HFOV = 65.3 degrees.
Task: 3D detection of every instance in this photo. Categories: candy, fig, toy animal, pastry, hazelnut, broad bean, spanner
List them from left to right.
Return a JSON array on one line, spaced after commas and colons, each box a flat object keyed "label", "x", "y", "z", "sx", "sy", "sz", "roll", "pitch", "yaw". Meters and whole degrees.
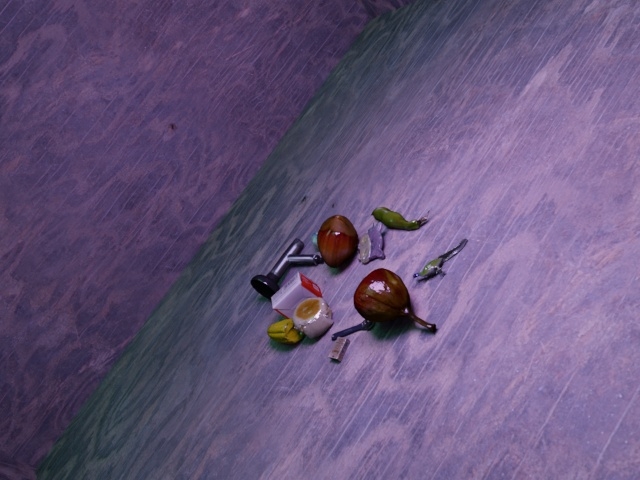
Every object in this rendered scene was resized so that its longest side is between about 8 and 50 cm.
[{"label": "candy", "x": -0.155, "y": 0.374, "z": 2.046, "sx": 0.106, "sy": 0.094, "sz": 0.199, "roll": -26, "pitch": 5, "yaw": -37}, {"label": "pastry", "x": -0.031, "y": 0.296, "z": 1.937, "sx": 0.166, "sy": 0.088, "sz": 0.166, "roll": -21, "pitch": 36, "yaw": 16}, {"label": "hazelnut", "x": 0.064, "y": 0.007, "z": 2.067, "sx": 0.181, "sy": 0.181, "sz": 0.212, "roll": -41, "pitch": 9, "yaw": 24}, {"label": "spanner", "x": 0.114, "y": 0.323, "z": 1.793, "sx": 0.208, "sy": 0.012, "sz": 0.046, "roll": -28, "pitch": 36, "yaw": 36}, {"label": "broad bean", "x": 0.305, "y": -0.090, "z": 1.973, "sx": 0.318, "sy": 0.056, "sz": 0.098, "roll": 8, "pitch": 56, "yaw": 53}, {"label": "fig", "x": 0.250, "y": 0.189, "z": 1.616, "sx": 0.290, "sy": 0.190, "sz": 0.191, "roll": 2, "pitch": 56, "yaw": 37}, {"label": "toy animal", "x": 0.402, "y": 0.075, "z": 1.643, "sx": 0.217, "sy": 0.041, "sz": 0.075, "roll": -37, "pitch": 29, "yaw": 15}]

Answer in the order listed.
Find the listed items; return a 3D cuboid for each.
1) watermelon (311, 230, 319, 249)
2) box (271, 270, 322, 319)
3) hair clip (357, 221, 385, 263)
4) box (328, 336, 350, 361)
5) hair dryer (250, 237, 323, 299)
[{"label": "watermelon", "x": -0.002, "y": 0.002, "z": 2.296, "sx": 0.072, "sy": 0.092, "sz": 0.084, "roll": 102, "pitch": -169, "yaw": -49}, {"label": "box", "x": -0.100, "y": 0.235, "z": 2.091, "sx": 0.182, "sy": 0.133, "sz": 0.099, "roll": -45, "pitch": 29, "yaw": 14}, {"label": "hair clip", "x": 0.204, "y": 0.010, "z": 1.999, "sx": 0.146, "sy": 0.056, "sz": 0.187, "roll": -33, "pitch": 35, "yaw": 43}, {"label": "box", "x": 0.067, "y": 0.386, "z": 1.774, "sx": 0.053, "sy": 0.024, "sz": 0.083, "roll": -3, "pitch": 54, "yaw": 55}, {"label": "hair dryer", "x": -0.147, "y": 0.116, "z": 2.295, "sx": 0.320, "sy": 0.156, "sz": 0.284, "roll": -51, "pitch": 16, "yaw": -20}]
